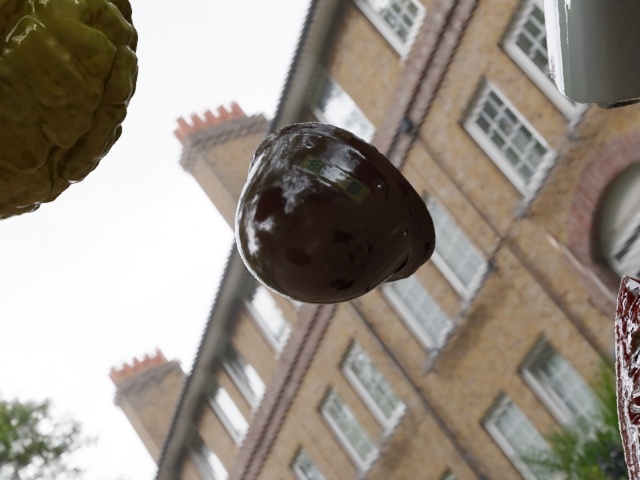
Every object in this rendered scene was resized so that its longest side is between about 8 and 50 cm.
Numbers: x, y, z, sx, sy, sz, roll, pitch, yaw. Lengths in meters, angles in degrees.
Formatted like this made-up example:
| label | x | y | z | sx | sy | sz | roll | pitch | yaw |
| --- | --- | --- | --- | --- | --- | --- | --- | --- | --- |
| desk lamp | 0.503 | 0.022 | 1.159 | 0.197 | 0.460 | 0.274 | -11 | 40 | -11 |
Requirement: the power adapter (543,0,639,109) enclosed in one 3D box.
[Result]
| label | x | y | z | sx | sy | sz | roll | pitch | yaw |
| --- | --- | --- | --- | --- | --- | --- | --- | --- | --- |
| power adapter | 0.263 | -0.250 | 0.948 | 0.187 | 0.124 | 0.255 | -10 | -62 | 3 |

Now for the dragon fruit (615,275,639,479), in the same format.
| label | x | y | z | sx | sy | sz | roll | pitch | yaw |
| --- | --- | --- | --- | --- | --- | --- | --- | --- | --- |
| dragon fruit | 0.311 | 0.096 | 0.509 | 0.330 | 0.302 | 0.240 | -1 | -37 | 4 |

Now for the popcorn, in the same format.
| label | x | y | z | sx | sy | sz | roll | pitch | yaw |
| --- | --- | --- | --- | --- | --- | --- | --- | --- | --- |
| popcorn | -0.245 | -0.128 | 0.934 | 0.200 | 0.203 | 0.226 | -3 | -49 | -22 |

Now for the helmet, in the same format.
| label | x | y | z | sx | sy | sz | roll | pitch | yaw |
| --- | --- | --- | --- | --- | --- | --- | --- | --- | --- |
| helmet | 0.000 | 0.000 | 1.016 | 0.155 | 0.175 | 0.106 | -56 | 3 | 46 |
